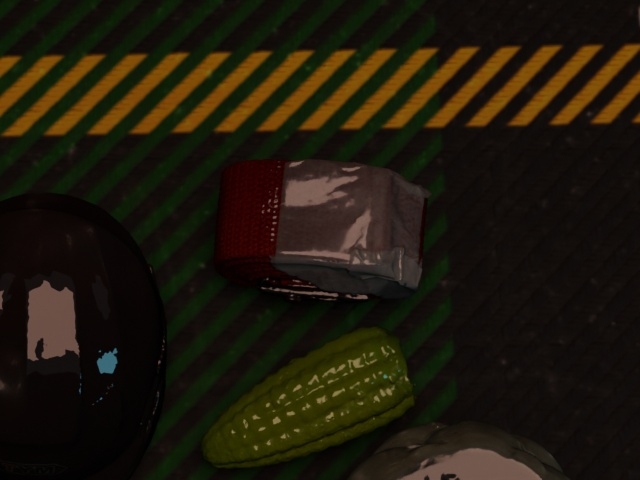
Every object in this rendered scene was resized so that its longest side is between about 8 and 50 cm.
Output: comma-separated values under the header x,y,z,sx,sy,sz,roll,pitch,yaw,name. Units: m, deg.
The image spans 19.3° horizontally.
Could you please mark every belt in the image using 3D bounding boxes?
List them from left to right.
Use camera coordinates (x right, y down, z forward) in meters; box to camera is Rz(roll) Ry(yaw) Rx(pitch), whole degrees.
x,y,z,sx,sy,sz,roll,pitch,yaw,name
0.000,0.000,1.759,0.200,0.128,0.124,5,74,3,belt

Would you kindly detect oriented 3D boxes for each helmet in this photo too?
x,y,z,sx,sy,sz,roll,pitch,yaw,name
-0.251,0.094,1.699,0.225,0.177,0.305,0,72,-4,helmet

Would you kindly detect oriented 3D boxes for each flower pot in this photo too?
x,y,z,sx,sy,sz,roll,pitch,yaw,name
0.120,0.277,1.647,0.246,0.195,0.246,1,72,-2,flower pot

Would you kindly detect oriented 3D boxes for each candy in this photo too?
x,y,z,sx,sy,sz,roll,pitch,yaw,name
-0.014,0.154,1.735,0.209,0.097,0.097,-25,76,-3,candy
